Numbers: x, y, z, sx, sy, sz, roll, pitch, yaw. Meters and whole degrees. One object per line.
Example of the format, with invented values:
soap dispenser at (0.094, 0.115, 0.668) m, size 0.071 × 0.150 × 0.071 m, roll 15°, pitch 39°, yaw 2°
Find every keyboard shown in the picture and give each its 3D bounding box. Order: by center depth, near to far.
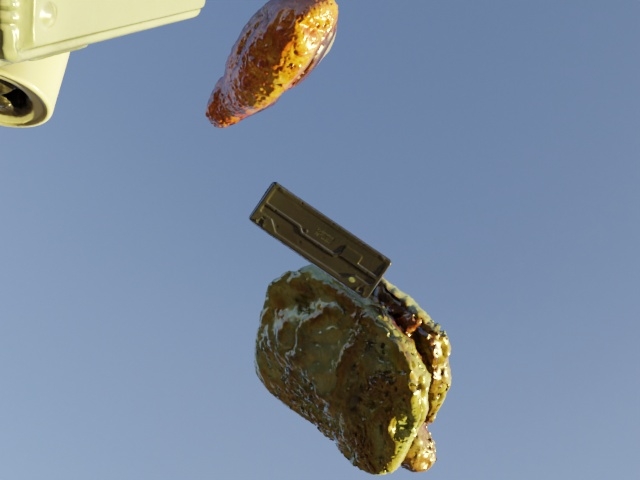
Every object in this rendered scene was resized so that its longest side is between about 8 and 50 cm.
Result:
keyboard at (0.000, 0.000, 0.930) m, size 0.155 × 0.010 × 0.053 m, roll 35°, pitch -89°, yaw -5°

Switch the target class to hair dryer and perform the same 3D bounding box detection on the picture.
hair dryer at (-0.459, -0.260, 0.979) m, size 0.362 × 0.203 × 0.128 m, roll 9°, pitch -22°, yaw -4°

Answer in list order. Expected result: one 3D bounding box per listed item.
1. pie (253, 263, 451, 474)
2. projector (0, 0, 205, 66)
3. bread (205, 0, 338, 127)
pie at (0.037, 0.231, 1.641) m, size 0.418 × 0.180 × 0.395 m, roll 25°, pitch -53°, yaw 30°
projector at (-0.154, -0.229, 0.568) m, size 0.099 × 0.256 × 0.191 m, roll 15°, pitch -66°, yaw 15°
bread at (-0.071, -0.218, 1.056) m, size 0.095 × 0.139 × 0.269 m, roll 42°, pitch -27°, yaw -20°
